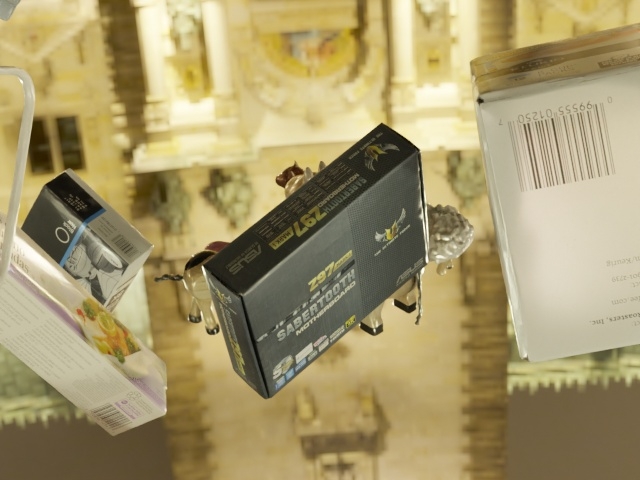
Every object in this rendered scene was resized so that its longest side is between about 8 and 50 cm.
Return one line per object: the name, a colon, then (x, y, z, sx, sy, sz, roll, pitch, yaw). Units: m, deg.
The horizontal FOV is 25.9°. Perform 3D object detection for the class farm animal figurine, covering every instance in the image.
farm animal figurine: (0.000, 0.000, 1.823, 0.327, 0.172, 0.330, 19, -140, 23)

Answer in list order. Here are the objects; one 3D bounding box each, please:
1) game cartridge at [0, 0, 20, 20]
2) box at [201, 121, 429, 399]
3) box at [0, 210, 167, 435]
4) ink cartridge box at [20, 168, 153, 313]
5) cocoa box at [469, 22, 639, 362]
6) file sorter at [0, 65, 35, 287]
game cartridge: (-0.401, -0.372, 1.396, 0.297, 0.198, 0.062, 28, -164, -23)
box: (0.003, 0.022, 1.332, 0.233, 0.183, 0.059, -40, -123, -21)
box: (-0.245, 0.058, 1.194, 0.067, 0.324, 0.063, -25, -136, 17)
ink cartridge box: (-0.369, 0.064, 1.962, 0.165, 0.332, 0.065, 41, -138, 6)
cocoa box: (0.314, -0.065, 1.168, 0.347, 0.231, 0.228, -11, -165, 8)
file sorter: (-0.371, -0.062, 0.984, 0.278, 0.192, 0.173, 15, -169, 19)
